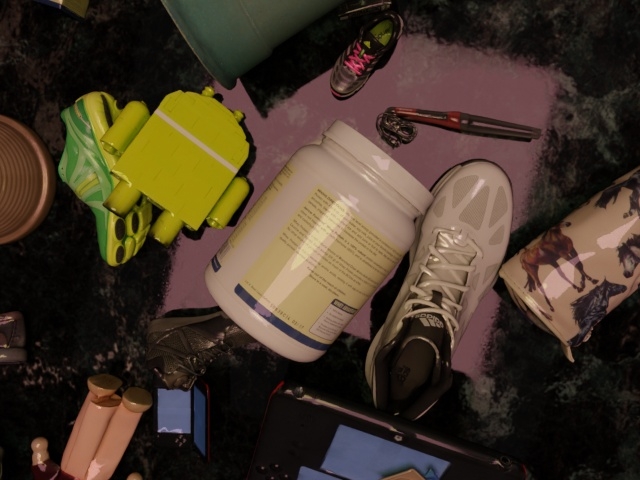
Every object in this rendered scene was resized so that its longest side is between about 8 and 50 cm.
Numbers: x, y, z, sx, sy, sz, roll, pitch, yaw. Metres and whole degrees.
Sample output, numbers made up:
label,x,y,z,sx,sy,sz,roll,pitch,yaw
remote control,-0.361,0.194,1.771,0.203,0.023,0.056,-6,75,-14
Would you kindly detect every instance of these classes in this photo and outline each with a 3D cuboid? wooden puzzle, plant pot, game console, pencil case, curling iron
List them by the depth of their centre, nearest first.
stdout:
label,x,y,z,sx,sy,sz,roll,pitch,yaw
plant pot,-0.068,-0.449,0.866,0.334,0.341,0.341,-26,92,7
wooden puzzle,0.132,0.366,0.903,0.116,0.014,0.078,-26,119,30
pencil case,0.492,-0.001,0.952,0.410,0.160,0.184,-38,107,6
game console,0.081,0.386,0.966,0.386,0.060,0.342,18,134,2
curling iron,0.231,-0.188,1.020,0.273,0.035,0.068,3,98,5
plant pot,-0.597,-0.106,1.048,0.237,0.110,0.238,0,94,3
game console,-0.247,0.311,1.062,0.124,0.085,0.144,1,93,4

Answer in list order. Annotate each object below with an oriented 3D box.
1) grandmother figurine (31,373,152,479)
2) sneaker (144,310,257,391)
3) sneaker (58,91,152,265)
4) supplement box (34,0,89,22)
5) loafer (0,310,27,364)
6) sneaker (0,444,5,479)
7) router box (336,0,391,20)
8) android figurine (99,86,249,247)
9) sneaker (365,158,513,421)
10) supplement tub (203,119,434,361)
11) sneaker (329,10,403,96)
label,x,y,z,sx,sy,sz,roll,pitch,yaw
grandmother figurine,-0.428,0.416,1.078,0.207,0.104,0.343,23,93,12
sneaker,-0.193,0.190,1.021,0.227,0.087,0.130,-8,51,8
sneaker,-0.377,-0.103,1.048,0.123,0.109,0.296,-8,93,23
supplement box,-0.436,-0.431,1.026,0.056,0.083,0.083,19,96,2
loafer,-0.680,0.181,1.088,0.302,0.109,0.095,-2,75,-2
sneaker,-0.650,0.458,1.098,0.097,0.135,0.276,34,119,-11
router box,0.063,-0.442,1.013,0.092,0.038,0.123,-11,93,6
android figurine,-0.231,-0.132,1.007,0.248,0.056,0.273,35,75,-19
sneaker,0.201,0.085,0.928,0.169,0.257,0.448,22,95,3
supplement tub,0.000,0.000,0.949,0.235,0.235,0.325,39,96,1
sneaker,0.074,-0.315,1.002,0.063,0.075,0.170,42,96,0
